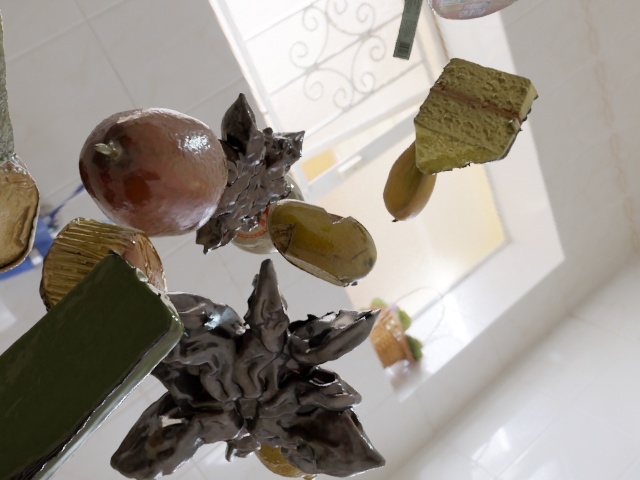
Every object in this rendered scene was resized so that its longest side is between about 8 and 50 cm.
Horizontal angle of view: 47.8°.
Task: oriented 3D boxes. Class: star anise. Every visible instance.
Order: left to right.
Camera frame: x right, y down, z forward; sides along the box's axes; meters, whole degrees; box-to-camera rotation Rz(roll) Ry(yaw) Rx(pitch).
[{"bbox_3d":[-0.137,-0.124,1.304,0.108,0.315,0.315,39,-24,30],"label":"star anise"},{"bbox_3d":[-0.053,0.123,0.599,0.129,0.213,0.282,-89,-167,-50],"label":"star anise"}]

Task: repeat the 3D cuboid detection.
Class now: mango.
[{"bbox_3d":[0.000,0.000,1.585,0.262,0.167,0.130,24,-31,-6],"label":"mango"},{"bbox_3d":[0.268,-0.181,2.101,0.176,0.119,0.316,-101,-152,-47],"label":"mango"}]

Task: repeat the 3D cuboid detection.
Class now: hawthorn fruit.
[{"bbox_3d":[-0.244,-0.102,0.994,0.199,0.199,0.251,47,4,17],"label":"hawthorn fruit"}]

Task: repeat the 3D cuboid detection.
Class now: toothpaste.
[{"bbox_3d":[0.169,-0.421,1.349,0.034,0.046,0.164,14,-58,5],"label":"toothpaste"}]

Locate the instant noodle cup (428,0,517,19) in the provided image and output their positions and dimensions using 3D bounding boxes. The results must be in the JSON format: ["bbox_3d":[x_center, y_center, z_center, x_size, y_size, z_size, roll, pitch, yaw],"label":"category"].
[{"bbox_3d":[0.204,-0.428,0.990,0.168,0.169,0.184,121,-43,-69],"label":"instant noodle cup"}]

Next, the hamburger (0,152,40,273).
[{"bbox_3d":[-0.630,-0.045,1.268,0.146,0.286,0.243,19,-38,48],"label":"hamburger"}]

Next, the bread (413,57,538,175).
[{"bbox_3d":[0.379,-0.272,1.750,0.236,0.263,0.198,18,-32,25],"label":"bread"}]

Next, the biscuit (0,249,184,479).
[{"bbox_3d":[-0.220,0.146,0.462,0.099,0.322,0.038,37,-11,33],"label":"biscuit"}]

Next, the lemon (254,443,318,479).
[{"bbox_3d":[-0.048,0.385,1.536,0.228,0.229,0.253,28,-43,50],"label":"lemon"}]

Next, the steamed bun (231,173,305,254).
[{"bbox_3d":[-0.158,-0.073,1.822,0.231,0.232,0.145,52,18,5],"label":"steamed bun"}]

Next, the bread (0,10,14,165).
[{"bbox_3d":[-0.306,-0.116,0.600,0.036,0.112,0.192,26,-48,12],"label":"bread"}]

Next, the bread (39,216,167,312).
[{"bbox_3d":[-0.245,0.064,0.862,0.114,0.132,0.190,11,-36,5],"label":"bread"}]
